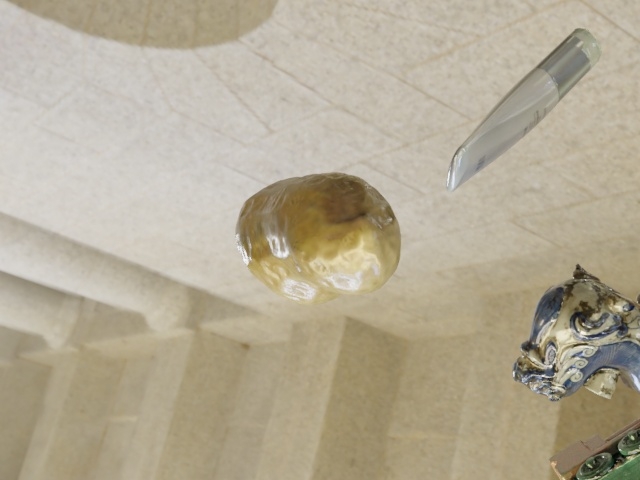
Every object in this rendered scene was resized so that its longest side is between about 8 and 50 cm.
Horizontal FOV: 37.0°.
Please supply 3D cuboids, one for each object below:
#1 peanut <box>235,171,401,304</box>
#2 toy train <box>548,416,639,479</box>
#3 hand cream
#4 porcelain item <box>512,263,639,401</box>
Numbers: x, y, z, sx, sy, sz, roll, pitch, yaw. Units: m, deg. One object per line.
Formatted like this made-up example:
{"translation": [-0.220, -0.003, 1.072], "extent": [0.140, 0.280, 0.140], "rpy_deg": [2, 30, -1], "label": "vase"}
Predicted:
{"translation": [0.000, 0.000, 0.848], "extent": [0.236, 0.110, 0.120], "rpy_deg": [11, -95, 65], "label": "peanut"}
{"translation": [0.186, 0.123, 0.556], "extent": [0.103, 0.044, 0.064], "rpy_deg": [-34, -179, 4], "label": "toy train"}
{"translation": [0.218, -0.143, 1.037], "extent": [0.255, 0.048, 0.079], "rpy_deg": [-41, 156, -26], "label": "hand cream"}
{"translation": [0.419, 0.159, 1.372], "extent": [0.186, 0.288, 0.138], "rpy_deg": [-65, -152, 12], "label": "porcelain item"}
